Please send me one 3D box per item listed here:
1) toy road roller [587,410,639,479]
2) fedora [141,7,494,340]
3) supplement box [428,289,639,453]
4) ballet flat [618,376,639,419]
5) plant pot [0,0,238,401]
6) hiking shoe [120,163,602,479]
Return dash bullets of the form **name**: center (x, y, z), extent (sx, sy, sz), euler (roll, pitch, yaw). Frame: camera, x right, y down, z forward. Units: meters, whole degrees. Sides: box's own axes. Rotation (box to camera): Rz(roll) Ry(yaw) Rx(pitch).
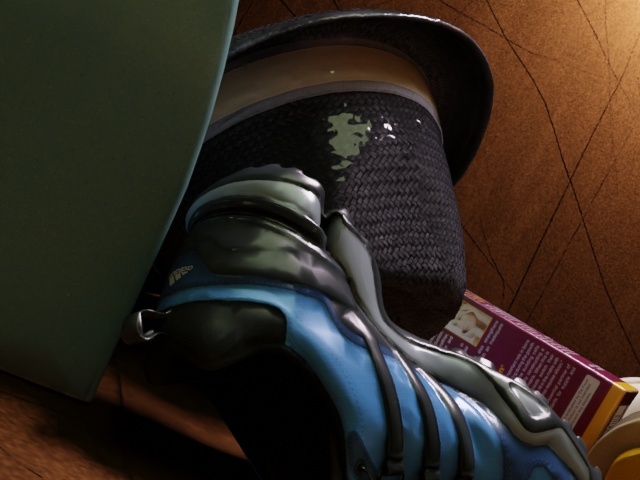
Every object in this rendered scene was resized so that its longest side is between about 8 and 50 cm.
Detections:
- **toy road roller**: center (0.357, 0.228, 0.970), extent (0.329, 0.241, 0.202), euler (-8, -6, 16)
- **fedora**: center (0.000, 0.000, 0.906), extent (0.334, 0.334, 0.153), euler (21, 39, -58)
- **supplement box**: center (0.151, 0.119, 1.149), extent (0.188, 0.104, 0.081), euler (31, 5, 21)
- **ballet flat**: center (0.295, 0.187, 1.215), extent (0.348, 0.123, 0.123), euler (30, 5, 12)
- **plant pot**: center (-0.148, -0.078, 0.693), extent (0.165, 0.234, 0.165), euler (26, 6, -28)
- **hiking shoe**: center (0.026, 0.106, 0.717), extent (0.304, 0.113, 0.132), euler (42, 46, -15)
